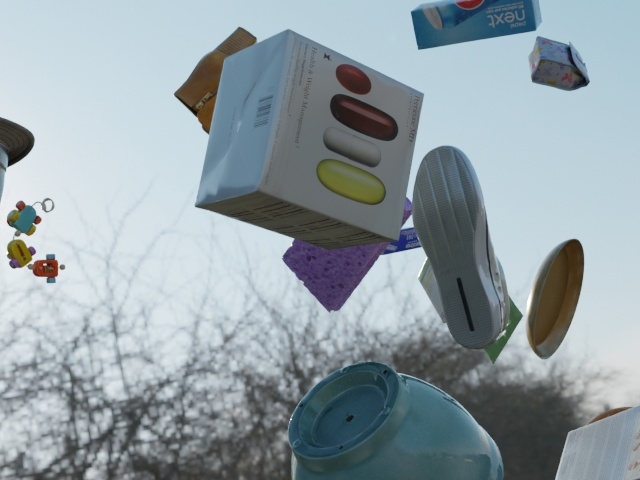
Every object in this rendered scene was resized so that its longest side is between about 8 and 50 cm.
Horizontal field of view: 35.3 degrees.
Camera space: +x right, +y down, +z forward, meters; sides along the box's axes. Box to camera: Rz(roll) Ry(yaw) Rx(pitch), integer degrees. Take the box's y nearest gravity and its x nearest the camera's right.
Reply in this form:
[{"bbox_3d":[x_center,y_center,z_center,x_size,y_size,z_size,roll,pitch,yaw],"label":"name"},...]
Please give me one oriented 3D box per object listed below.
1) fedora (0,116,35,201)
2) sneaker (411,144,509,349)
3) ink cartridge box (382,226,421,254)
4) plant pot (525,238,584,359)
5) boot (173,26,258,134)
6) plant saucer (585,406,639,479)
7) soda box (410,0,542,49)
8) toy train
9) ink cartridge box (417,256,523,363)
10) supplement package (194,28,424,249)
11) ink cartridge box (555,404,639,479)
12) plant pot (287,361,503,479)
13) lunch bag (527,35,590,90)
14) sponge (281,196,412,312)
[{"bbox_3d":[-0.522,-0.071,1.353,0.275,0.124,0.244,-9,-11,9],"label":"fedora"},{"bbox_3d":[0.178,0.009,1.278,0.094,0.258,0.091,-9,-2,23],"label":"sneaker"},{"bbox_3d":[0.110,0.003,2.060,0.097,0.046,0.207,-11,3,-28],"label":"ink cartridge box"},{"bbox_3d":[0.440,0.108,1.905,0.032,0.236,0.236,16,0,32],"label":"plant pot"},{"bbox_3d":[-0.126,-0.267,1.984,0.211,0.295,0.104,-52,-12,-6],"label":"boot"},{"bbox_3d":[0.534,0.386,1.724,0.200,0.200,0.037,-16,-26,10],"label":"plant saucer"},{"bbox_3d":[0.266,-0.383,1.725,0.210,0.071,0.067,-5,21,23],"label":"soda box"},{"bbox_3d":[-0.554,0.002,1.932,0.046,0.166,0.125,-2,3,35],"label":"toy train"},{"bbox_3d":[0.284,0.107,1.951,0.056,0.235,0.171,-11,-35,-24],"label":"ink cartridge box"},{"bbox_3d":[-0.012,-0.109,1.194,0.203,0.194,0.149,18,-15,-33],"label":"supplement package"},{"bbox_3d":[0.461,0.333,1.530,0.224,0.056,0.181,-32,15,39],"label":"ink cartridge box"},{"bbox_3d":[0.075,0.293,1.380,0.293,0.293,0.196,-21,-61,25],"label":"plant pot"},{"bbox_3d":[0.351,-0.258,1.472,0.083,0.071,0.053,15,-50,-5],"label":"lunch bag"},{"bbox_3d":[0.037,-0.009,1.451,0.031,0.117,0.210,-14,-35,-54],"label":"sponge"}]
